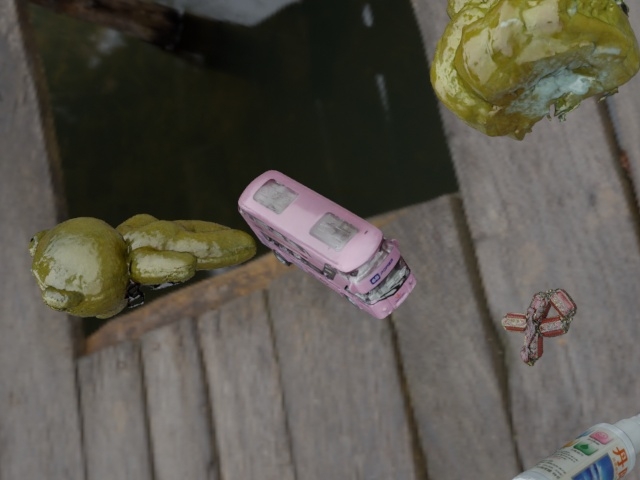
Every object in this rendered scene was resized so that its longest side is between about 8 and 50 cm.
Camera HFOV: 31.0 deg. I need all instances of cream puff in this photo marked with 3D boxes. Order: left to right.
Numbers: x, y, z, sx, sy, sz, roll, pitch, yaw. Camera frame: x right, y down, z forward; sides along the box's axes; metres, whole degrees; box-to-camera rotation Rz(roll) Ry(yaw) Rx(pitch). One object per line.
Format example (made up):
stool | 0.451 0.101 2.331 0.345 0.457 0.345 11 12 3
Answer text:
cream puff | 0.213 -0.224 1.225 0.221 0.195 0.194 -26 64 9

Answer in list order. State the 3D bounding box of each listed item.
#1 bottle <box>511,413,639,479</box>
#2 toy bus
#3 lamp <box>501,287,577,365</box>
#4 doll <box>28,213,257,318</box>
bottle | 0.268 0.213 1.127 0.060 0.217 0.060 22 122 40
toy bus | 0.000 0.000 1.105 0.063 0.090 0.203 -47 45 -13
lamp | 0.238 0.088 1.238 0.083 0.031 0.063 -40 72 25
doll | -0.165 0.025 1.079 0.137 0.210 0.097 -134 44 -56
